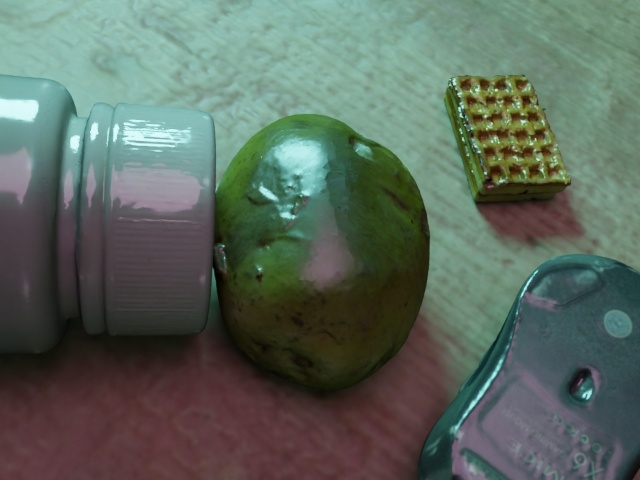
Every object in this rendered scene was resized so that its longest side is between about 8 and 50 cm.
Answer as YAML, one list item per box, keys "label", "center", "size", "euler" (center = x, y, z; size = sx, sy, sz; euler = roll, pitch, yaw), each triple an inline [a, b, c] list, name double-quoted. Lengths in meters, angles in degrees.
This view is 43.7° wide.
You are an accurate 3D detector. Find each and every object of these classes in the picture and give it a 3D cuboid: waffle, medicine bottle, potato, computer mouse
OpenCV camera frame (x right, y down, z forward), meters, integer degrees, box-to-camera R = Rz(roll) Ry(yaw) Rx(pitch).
- label: "waffle"
  center: [0.193, -0.109, 0.843]
  size: [0.102, 0.042, 0.148]
  euler: [-3, 60, -16]
- label: "medicine bottle"
  center: [-0.253, -0.020, 0.596]
  size: [0.339, 0.208, 0.208]
  euler: [2, 59, -11]
- label: "potato"
  center: [-0.002, 0.000, 0.677]
  size: [0.197, 0.148, 0.228]
  euler: [17, 57, 13]
- label: "computer mouse"
  center: [0.172, 0.165, 0.651]
  size: [0.167, 0.090, 0.379]
  euler: [38, 65, 12]
